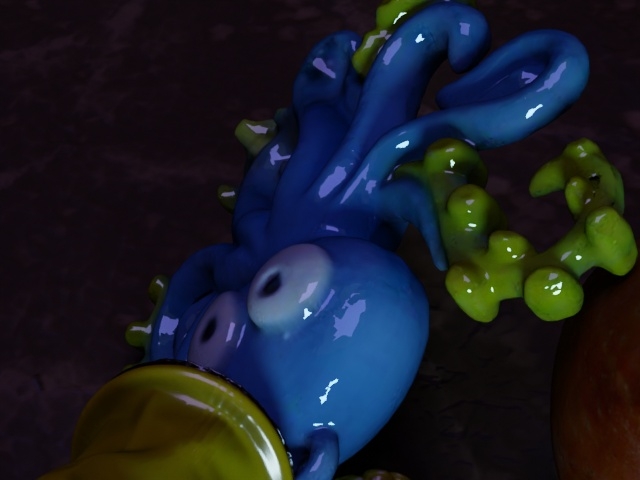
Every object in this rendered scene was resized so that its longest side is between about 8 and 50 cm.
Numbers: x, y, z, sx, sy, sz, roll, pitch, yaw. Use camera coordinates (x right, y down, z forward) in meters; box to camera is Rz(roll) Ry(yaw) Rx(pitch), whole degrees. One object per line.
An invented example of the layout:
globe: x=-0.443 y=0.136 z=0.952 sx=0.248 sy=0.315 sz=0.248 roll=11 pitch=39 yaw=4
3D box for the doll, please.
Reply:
doll: x=0.000 y=0.000 z=0.876 sx=0.346 sy=0.099 sz=0.341 roll=-31 pitch=41 yaw=29

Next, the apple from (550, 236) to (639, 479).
apple: x=0.226 y=0.080 z=0.792 sx=0.230 sy=0.230 sz=0.230 roll=-3 pitch=44 yaw=3

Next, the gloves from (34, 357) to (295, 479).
gloves: x=-0.111 y=0.161 z=0.648 sx=0.116 sy=0.133 sz=0.294 roll=-26 pitch=10 yaw=26

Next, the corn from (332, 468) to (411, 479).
corn: x=0.027 y=0.236 z=0.745 sx=0.106 sy=0.106 sz=0.305 roll=-6 pitch=39 yaw=0
